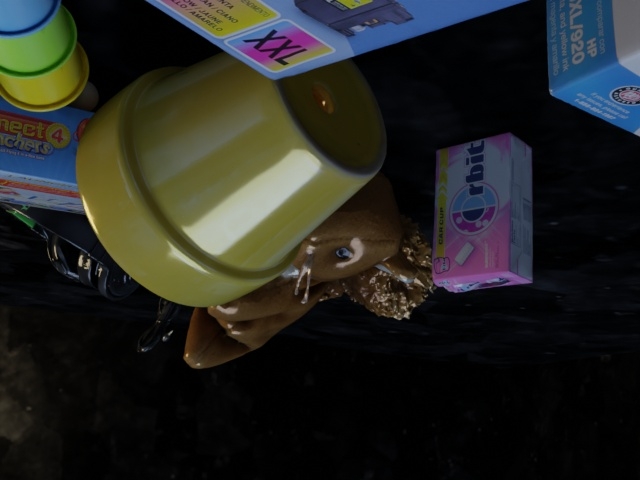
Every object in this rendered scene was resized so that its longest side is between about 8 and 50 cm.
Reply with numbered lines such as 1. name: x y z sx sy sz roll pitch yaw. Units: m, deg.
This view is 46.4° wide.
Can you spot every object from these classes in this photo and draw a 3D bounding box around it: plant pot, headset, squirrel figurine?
1. plant pot: -0.074 -0.088 0.758 0.239 0.253 0.254 -28 147 35
2. headset: -0.395 0.046 1.307 0.243 0.185 0.394 17 162 46
3. squirrel figurine: 0.000 0.000 1.091 0.397 0.280 0.370 0 161 -44

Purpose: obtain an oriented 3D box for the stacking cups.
1. stacking cups: -0.252 -0.211 0.601 0.096 0.096 0.316 7 164 -9

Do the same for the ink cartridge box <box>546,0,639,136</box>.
1. ink cartridge box: 0.279 -0.172 0.434 0.171 0.168 0.233 15 161 -30

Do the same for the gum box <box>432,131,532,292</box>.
1. gum box: 0.203 -0.029 0.936 0.107 0.188 0.062 -10 159 41

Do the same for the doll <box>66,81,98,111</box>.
1. doll: -0.343 -0.172 0.852 0.189 0.046 0.129 5 171 9

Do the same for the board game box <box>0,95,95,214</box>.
1. board game box: -0.363 -0.100 0.918 0.308 0.086 0.302 10 173 -36

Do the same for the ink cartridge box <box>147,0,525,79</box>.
1. ink cartridge box: 0.046 -0.233 0.337 0.396 0.151 0.270 -10 159 38
